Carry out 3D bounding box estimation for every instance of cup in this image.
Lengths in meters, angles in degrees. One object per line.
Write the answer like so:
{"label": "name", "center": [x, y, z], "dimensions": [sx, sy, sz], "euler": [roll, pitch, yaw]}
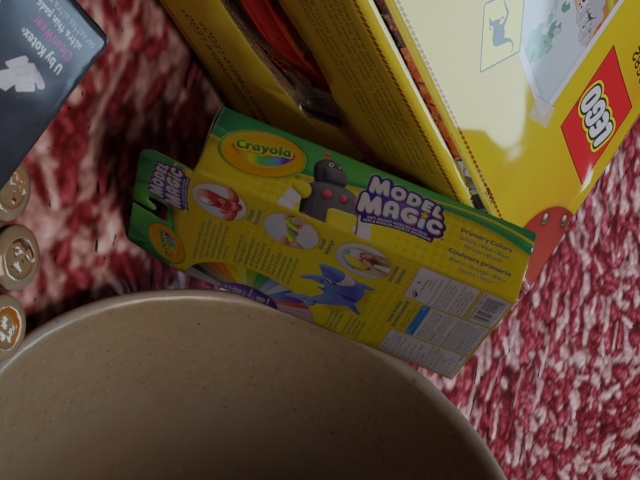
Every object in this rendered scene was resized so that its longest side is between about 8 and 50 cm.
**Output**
{"label": "cup", "center": [-0.072, 0.226, 0.788], "dimensions": [0.331, 0.331, 0.237], "euler": [-28, 151, -43]}

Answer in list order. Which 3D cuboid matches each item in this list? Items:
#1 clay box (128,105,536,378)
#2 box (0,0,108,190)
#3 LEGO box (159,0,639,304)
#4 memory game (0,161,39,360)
{"label": "clay box", "center": [0.000, 0.000, 0.783], "dimensions": [0.127, 0.222, 0.053], "euler": [115, -2, -61]}
{"label": "box", "center": [-0.238, -0.032, 0.492], "dimensions": [0.270, 0.165, 0.143], "euler": [-57, 146, -13]}
{"label": "LEGO box", "center": [0.070, -0.257, 0.751], "dimensions": [0.372, 0.193, 0.500], "euler": [-55, 145, -16]}
{"label": "memory game", "center": [-0.201, 0.010, 0.657], "dimensions": [0.186, 0.012, 0.186], "euler": [-10, 102, -61]}
